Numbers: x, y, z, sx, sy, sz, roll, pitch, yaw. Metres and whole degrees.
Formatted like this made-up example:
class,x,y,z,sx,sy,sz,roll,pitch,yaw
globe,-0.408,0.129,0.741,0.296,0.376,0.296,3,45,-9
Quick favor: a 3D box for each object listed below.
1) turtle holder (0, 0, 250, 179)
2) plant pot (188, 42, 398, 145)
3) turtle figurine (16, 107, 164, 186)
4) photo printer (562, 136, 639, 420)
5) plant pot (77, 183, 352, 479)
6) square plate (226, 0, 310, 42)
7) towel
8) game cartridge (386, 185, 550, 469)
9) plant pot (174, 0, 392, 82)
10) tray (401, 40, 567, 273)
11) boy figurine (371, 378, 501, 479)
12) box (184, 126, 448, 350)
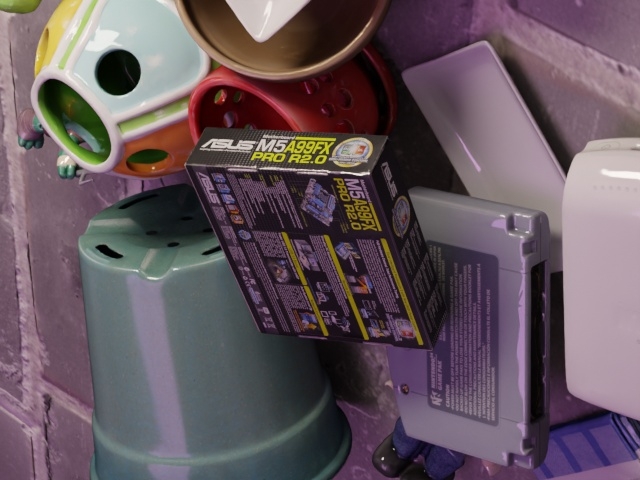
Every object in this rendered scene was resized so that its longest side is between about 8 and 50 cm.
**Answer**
class,x,y,z,sx,sy,sz,roll,pitch,yaw
turtle holder,-0.225,-0.219,2.157,0.243,0.227,0.320,-10,114,51
plant pot,-0.022,-0.138,2.058,0.191,0.174,0.191,28,138,28
turtle figurine,-0.273,-0.138,2.363,0.234,0.175,0.118,16,104,46
photo printer,0.363,0.046,1.852,0.256,0.107,0.307,17,130,31
plant pot,-0.151,0.125,2.330,0.341,0.341,0.334,14,123,40
square plate,-0.037,-0.428,1.823,0.347,0.049,0.344,-37,85,33
towel,0.366,0.327,2.184,0.285,0.034,0.209,56,146,-5
game cartridge,0.160,0.092,2.063,0.198,0.062,0.297,16,116,41
plant pot,-0.031,-0.276,1.955,0.237,0.237,0.110,41,-177,12
tray,0.202,-0.086,1.989,0.145,0.030,0.270,-16,110,51
boy figurine,0.155,0.210,2.255,0.177,0.092,0.285,44,146,14
box,0.000,0.000,1.982,0.216,0.060,0.270,3,137,26
